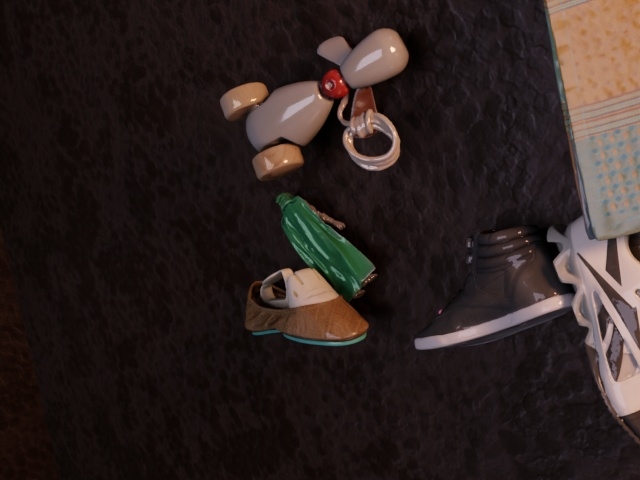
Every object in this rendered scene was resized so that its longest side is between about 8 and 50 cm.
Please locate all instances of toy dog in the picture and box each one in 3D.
[{"bbox_3d":[0.006,-0.217,1.238,0.333,0.161,0.220,-3,98,29],"label":"toy dog"}]

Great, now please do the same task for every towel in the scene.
[{"bbox_3d":[0.405,-0.203,0.864,0.271,0.040,0.370,-11,92,26],"label":"towel"}]

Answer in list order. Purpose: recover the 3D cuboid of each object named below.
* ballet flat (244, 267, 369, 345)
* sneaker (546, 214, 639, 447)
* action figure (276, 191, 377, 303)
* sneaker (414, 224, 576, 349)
[{"bbox_3d":[-0.041,0.110,1.350,0.342,0.116,0.124,-3,98,61],"label":"ballet flat"},{"bbox_3d":[0.405,0.108,0.939,0.146,0.122,0.330,-28,79,40],"label":"sneaker"},{"bbox_3d":[0.000,0.000,1.336,0.232,0.063,0.137,49,132,17],"label":"action figure"},{"bbox_3d":[0.234,0.069,1.120,0.296,0.104,0.147,-33,65,50],"label":"sneaker"}]
